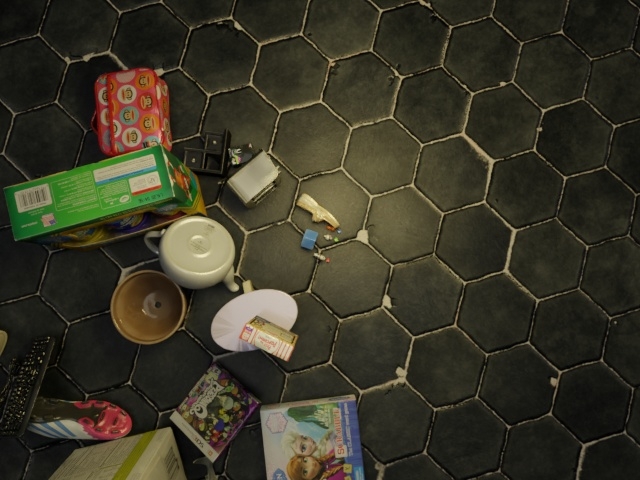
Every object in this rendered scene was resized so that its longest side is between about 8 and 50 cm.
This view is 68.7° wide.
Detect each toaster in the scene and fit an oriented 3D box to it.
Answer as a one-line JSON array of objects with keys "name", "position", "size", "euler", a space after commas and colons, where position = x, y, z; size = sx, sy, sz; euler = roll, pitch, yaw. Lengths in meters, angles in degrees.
[{"name": "toaster", "position": [-0.219, -0.195, 1.535], "size": [0.185, 0.168, 0.110], "euler": [-40, 88, -3]}]

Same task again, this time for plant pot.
[{"name": "plant pot", "position": [-0.550, 0.214, 1.537], "size": [0.237, 0.110, 0.238], "euler": [0, 87, -1]}]

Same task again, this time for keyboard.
[{"name": "keyboard", "position": [-0.953, 0.459, 1.483], "size": [0.201, 0.033, 0.318], "euler": [-15, 54, 25]}]

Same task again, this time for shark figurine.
[{"name": "shark figurine", "position": [-0.336, 0.829, 1.502], "size": [0.116, 0.166, 0.279], "euler": [-5, 59, 14]}]

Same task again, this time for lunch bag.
[{"name": "lunch bag", "position": [-0.645, -0.418, 1.577], "size": [0.257, 0.120, 0.294], "euler": [-7, 85, 3]}]

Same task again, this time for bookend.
[{"name": "bookend", "position": [-0.393, -0.302, 1.588], "size": [0.156, 0.072, 0.158], "euler": [7, 86, 0]}]

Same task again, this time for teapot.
[{"name": "teapot", "position": [-0.409, 0.057, 1.517], "size": [0.252, 0.187, 0.256], "euler": [-14, 67, -30]}]

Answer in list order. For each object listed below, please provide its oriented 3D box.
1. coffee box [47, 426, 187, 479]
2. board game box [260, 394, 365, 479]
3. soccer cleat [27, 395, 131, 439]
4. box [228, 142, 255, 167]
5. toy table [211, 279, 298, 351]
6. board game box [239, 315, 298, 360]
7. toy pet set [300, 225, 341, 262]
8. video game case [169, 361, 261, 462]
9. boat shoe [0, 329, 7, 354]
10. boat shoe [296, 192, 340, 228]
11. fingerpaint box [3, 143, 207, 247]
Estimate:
[{"name": "coffee box", "position": [-0.596, 0.811, 1.364], "size": [0.334, 0.338, 0.338], "euler": [-14, 96, -1]}, {"name": "board game box", "position": [-0.023, 0.688, 1.533], "size": [0.317, 0.066, 0.319], "euler": [-7, 87, 0]}, {"name": "soccer cleat", "position": [-0.788, 0.588, 1.525], "size": [0.331, 0.116, 0.143], "euler": [17, 130, -14]}, {"name": "box", "position": [-0.265, -0.289, 1.598], "size": [0.083, 0.052, 0.062], "euler": [-13, 88, -2]}, {"name": "toy table", "position": [-0.203, 0.251, 1.512], "size": [0.274, 0.161, 0.253], "euler": [-9, 87, 0]}, {"name": "board game box", "position": [-0.141, 0.273, 1.334], "size": [0.146, 0.193, 0.045], "euler": [25, 88, 3]}, {"name": "toy pet set", "position": [0.000, 0.000, 1.576], "size": [0.114, 0.065, 0.122], "euler": [20, 86, 1]}, {"name": "video game case", "position": [-0.341, 0.551, 1.519], "size": [0.210, 0.042, 0.232], "euler": [37, 84, 19]}, {"name": "boat shoe", "position": [-1.146, 0.432, 1.521], "size": [0.096, 0.116, 0.325], "euler": [21, 83, 6]}, {"name": "boat shoe", "position": [-0.009, -0.089, 1.587], "size": [0.170, 0.063, 0.059], "euler": [40, 90, 11]}, {"name": "fingerpaint box", "position": [-0.615, -0.107, 1.426], "size": [0.444, 0.371, 0.163], "euler": [-16, 84, -2]}]
